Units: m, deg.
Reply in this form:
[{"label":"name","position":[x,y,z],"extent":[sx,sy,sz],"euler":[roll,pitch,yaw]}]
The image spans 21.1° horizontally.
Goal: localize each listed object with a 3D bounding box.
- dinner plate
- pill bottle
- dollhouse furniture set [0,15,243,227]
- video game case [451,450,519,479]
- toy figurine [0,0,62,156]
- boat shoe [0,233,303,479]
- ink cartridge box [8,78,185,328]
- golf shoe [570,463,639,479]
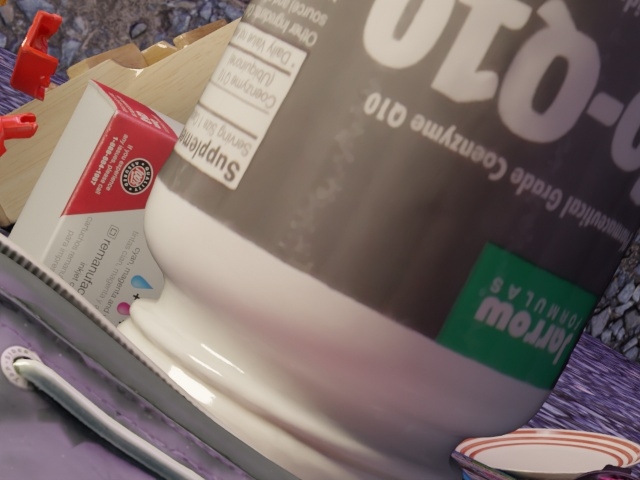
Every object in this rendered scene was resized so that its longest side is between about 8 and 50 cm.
[{"label":"dinner plate","position":[0.160,0.154,1.223],"extent":[0.141,0.017,0.141],"euler":[1,4,0]},{"label":"pill bottle","position":[0.047,-0.040,0.777],"extent":[0.204,0.361,0.204],"euler":[27,4,-2]},{"label":"dollhouse furniture set","position":[-0.188,-0.249,1.202],"extent":[0.394,0.256,0.362],"euler":[62,13,-6]},{"label":"video game case","position":[0.140,0.179,1.084],"extent":[0.119,0.015,0.166],"euler":[26,5,-16]},{"label":"toy figurine","position":[-0.320,-0.078,0.813],"extent":[0.362,0.191,0.217],"euler":[20,-25,-10]},{"label":"boat shoe","position":[-0.071,0.071,0.388],"extent":[0.319,0.116,0.099],"euler":[32,-1,-14]},{"label":"ink cartridge box","position":[-0.077,0.008,1.002],"extent":[0.176,0.128,0.127],"euler":[26,5,-19]},{"label":"golf shoe","position":[0.213,0.208,0.792],"extent":[0.273,0.105,0.120],"euler":[23,19,13]}]
